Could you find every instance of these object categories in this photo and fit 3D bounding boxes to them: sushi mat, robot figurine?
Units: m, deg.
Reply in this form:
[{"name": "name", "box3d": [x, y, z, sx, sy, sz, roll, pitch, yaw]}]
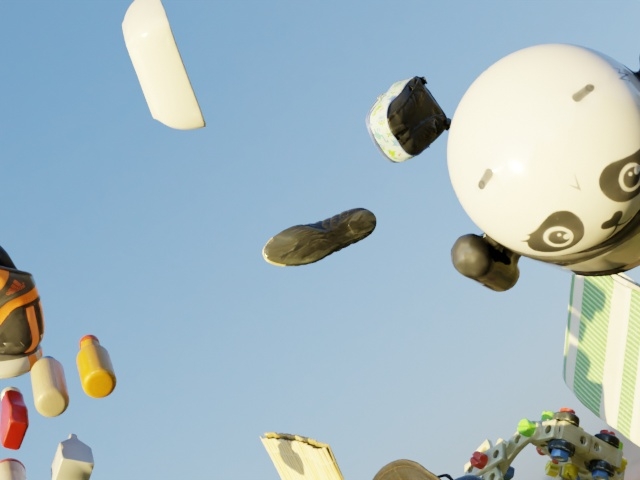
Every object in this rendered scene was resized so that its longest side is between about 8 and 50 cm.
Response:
[{"name": "sushi mat", "box3d": [0.023, 0.404, 1.775, 0.019, 0.317, 0.151, -33, 16, -31]}, {"name": "robot figurine", "box3d": [0.212, -0.058, 1.058, 0.173, 0.209, 0.278, 5, -5, 25]}]

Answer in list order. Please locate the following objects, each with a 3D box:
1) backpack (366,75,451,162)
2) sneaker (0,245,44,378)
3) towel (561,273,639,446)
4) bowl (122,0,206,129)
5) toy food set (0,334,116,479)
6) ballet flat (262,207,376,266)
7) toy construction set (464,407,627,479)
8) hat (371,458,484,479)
[{"name": "backpack", "box3d": [0.120, -0.172, 1.913, 0.084, 0.105, 0.114, -15, 26, 47]}, {"name": "sneaker", "box3d": [-0.498, 0.067, 1.567, 0.321, 0.180, 0.124, 0, 20, -7]}, {"name": "towel", "box3d": [0.471, 0.175, 1.968, 0.038, 0.325, 0.248, -3, -73, -22]}, {"name": "bowl", "box3d": [-0.174, -0.193, 1.403, 0.053, 0.142, 0.142, -19, -63, -2]}, {"name": "toy food set", "box3d": [-0.325, 0.224, 1.531, 0.111, 0.104, 0.232, 13, -71, -21]}, {"name": "ballet flat", "box3d": [0.000, 0.000, 1.773, 0.173, 0.057, 0.049, -18, -8, -21]}, {"name": "toy construction set", "box3d": [0.428, 0.400, 2.367, 0.327, 0.151, 0.215, 14, -22, -31]}, {"name": "hat", "box3d": [0.229, 0.467, 2.129, 0.134, 0.331, 0.331, -31, -16, -29]}]
